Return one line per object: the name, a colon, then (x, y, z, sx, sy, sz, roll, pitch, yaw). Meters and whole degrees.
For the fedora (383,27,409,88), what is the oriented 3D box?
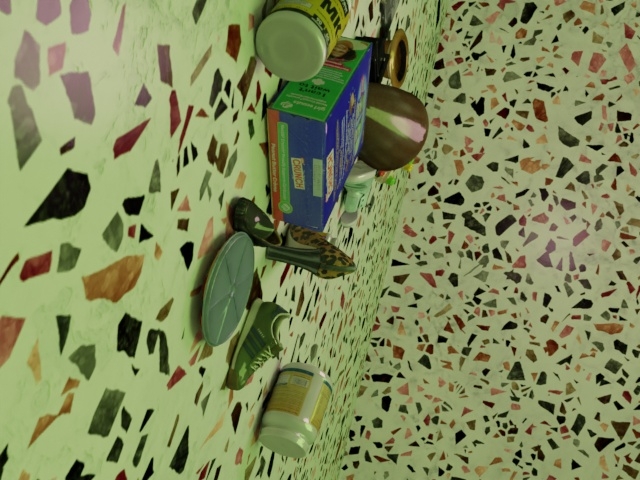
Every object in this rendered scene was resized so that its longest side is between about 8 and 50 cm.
fedora: (0.210, -0.547, 2.082, 0.194, 0.079, 0.194, 11, 90, -70)

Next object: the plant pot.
plant pot: (0.121, -0.302, 1.687, 0.230, 0.215, 0.215, 16, 87, -56)

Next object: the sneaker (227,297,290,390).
sneaker: (-0.118, 0.214, 1.379, 0.064, 0.086, 0.192, 70, 35, -68)

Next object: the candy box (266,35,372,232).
candy box: (0.002, -0.222, 1.390, 0.317, 0.122, 0.268, -66, 165, -45)

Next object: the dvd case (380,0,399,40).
dvd case: (0.218, -0.738, 2.063, 0.164, 0.018, 0.221, 75, 30, -64)

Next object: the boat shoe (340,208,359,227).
boat shoe: (0.094, -0.070, 2.131, 0.142, 0.049, 0.040, -61, 161, -58)

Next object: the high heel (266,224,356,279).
high heel: (0.008, 0.022, 1.511, 0.261, 0.186, 0.093, -41, 142, -70)

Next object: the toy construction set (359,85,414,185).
toy construction set: (0.217, -0.314, 2.186, 0.215, 0.151, 0.327, -39, 139, -31)

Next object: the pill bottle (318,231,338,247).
pill bottle: (0.000, 0.000, 1.694, 0.043, 0.083, 0.043, 13, 90, -78)

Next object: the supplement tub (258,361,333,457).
supplement tub: (-0.062, 0.421, 1.711, 0.144, 0.144, 0.199, 87, 20, -51)

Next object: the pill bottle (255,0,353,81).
pill bottle: (-0.019, -0.368, 1.151, 0.119, 0.119, 0.208, 90, 17, -45)

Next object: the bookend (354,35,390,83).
bookend: (0.129, -0.485, 1.802, 0.156, 0.072, 0.157, 79, 26, -61)

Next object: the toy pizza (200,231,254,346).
toy pizza: (-0.163, 0.081, 1.171, 0.201, 0.032, 0.201, 13, 90, -77)

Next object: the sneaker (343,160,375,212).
sneaker: (0.105, -0.145, 1.996, 0.256, 0.094, 0.151, -31, 136, -71)

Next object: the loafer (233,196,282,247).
loafer: (-0.110, -0.031, 1.222, 0.170, 0.061, 0.062, 59, 46, -72)
